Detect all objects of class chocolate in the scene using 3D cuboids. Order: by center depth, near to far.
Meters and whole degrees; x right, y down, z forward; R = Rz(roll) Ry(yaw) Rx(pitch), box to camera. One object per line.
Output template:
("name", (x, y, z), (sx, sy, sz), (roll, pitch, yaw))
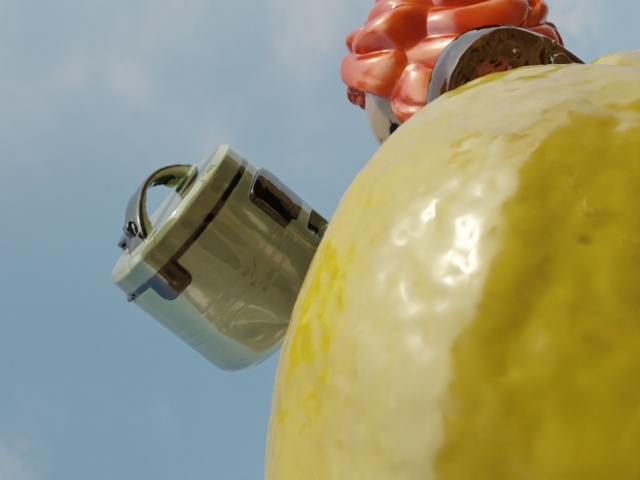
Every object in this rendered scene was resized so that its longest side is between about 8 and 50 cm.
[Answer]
("chocolate", (0.136, -0.091, 0.760), (0.124, 0.127, 0.133), (-34, -68, -29))

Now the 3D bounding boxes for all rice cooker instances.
("rice cooker", (-0.114, 0.012, 1.245), (0.244, 0.226, 0.226), (38, -121, -10))

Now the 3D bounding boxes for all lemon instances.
("lemon", (0.109, 0.082, 0.436), (0.285, 0.285, 0.316), (35, -137, -36))

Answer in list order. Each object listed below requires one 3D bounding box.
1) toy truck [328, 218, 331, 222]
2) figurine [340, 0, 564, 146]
("toy truck", (0.000, 0.000, 1.378), (0.044, 0.083, 0.039), (48, -129, -19))
("figurine", (0.122, -0.089, 1.164), (0.306, 0.241, 0.412), (-30, -42, -59))
